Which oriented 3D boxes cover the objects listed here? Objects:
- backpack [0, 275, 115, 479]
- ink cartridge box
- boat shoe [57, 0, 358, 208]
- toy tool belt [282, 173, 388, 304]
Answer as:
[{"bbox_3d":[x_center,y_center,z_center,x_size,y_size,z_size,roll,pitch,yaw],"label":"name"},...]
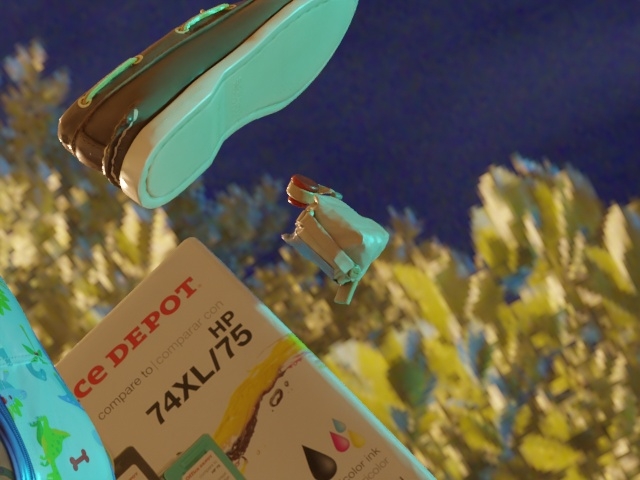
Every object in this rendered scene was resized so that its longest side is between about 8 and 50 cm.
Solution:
[{"bbox_3d":[-0.127,0.067,0.520,0.105,0.084,0.114,-45,-108,19],"label":"backpack"},{"bbox_3d":[-0.039,0.178,1.127,0.198,0.197,0.270,-44,-120,-4],"label":"ink cartridge box"},{"bbox_3d":[-0.085,-0.148,1.491,0.096,0.117,0.324,30,-130,20],"label":"boat shoe"},{"bbox_3d":[0.000,0.000,1.099,0.083,0.052,0.051,39,-70,37],"label":"toy tool belt"}]
